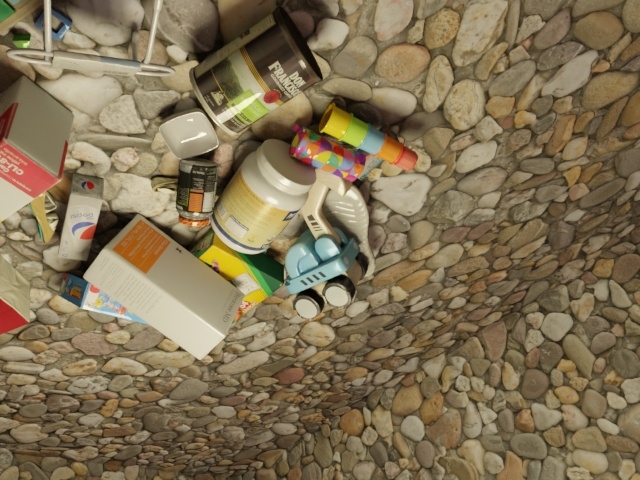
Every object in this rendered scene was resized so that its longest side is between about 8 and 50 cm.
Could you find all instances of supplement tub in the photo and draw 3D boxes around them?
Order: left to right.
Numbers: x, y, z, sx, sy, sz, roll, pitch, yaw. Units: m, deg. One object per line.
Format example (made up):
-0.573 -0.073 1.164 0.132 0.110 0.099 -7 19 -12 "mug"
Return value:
-0.373 -0.146 1.606 0.116 0.117 0.191 4 108 -22 "supplement tub"
-0.178 -0.134 1.650 0.228 0.228 0.316 17 130 -33 "supplement tub"

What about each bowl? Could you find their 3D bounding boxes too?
-0.374 -0.311 1.518 0.142 0.053 0.142 -18 140 3 "bowl"

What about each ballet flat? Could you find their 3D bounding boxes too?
-0.835 -0.079 1.618 0.073 0.080 0.232 -17 144 -23 "ballet flat"
-0.441 -0.166 1.663 0.168 0.052 0.057 -2 141 -17 "ballet flat"

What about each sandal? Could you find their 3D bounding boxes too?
0.109 -0.043 1.947 0.169 0.102 0.417 0 128 17 "sandal"

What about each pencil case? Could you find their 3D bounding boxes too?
0.021 -0.262 1.607 0.236 0.105 0.104 23 128 -23 "pencil case"

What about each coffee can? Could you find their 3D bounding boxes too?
-0.160 -0.422 1.348 0.275 0.202 0.201 -29 138 15 "coffee can"

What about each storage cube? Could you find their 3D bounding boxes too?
-1.090 0.188 1.739 0.193 0.215 0.184 -21 140 -4 "storage cube"

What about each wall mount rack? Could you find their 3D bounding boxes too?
-0.478 -0.443 1.145 0.349 0.304 0.131 -2 96 -28 "wall mount rack"

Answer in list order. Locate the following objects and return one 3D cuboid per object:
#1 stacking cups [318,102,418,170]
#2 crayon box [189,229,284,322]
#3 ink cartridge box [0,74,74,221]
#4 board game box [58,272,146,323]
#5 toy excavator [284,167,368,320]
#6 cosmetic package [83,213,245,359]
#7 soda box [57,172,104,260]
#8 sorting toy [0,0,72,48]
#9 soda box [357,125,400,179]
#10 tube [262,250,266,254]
0.154 -0.303 1.605 0.316 0.096 0.096 23 129 -16 "stacking cups"
-0.366 0.150 1.957 0.313 0.106 0.363 31 126 -31 "crayon box"
-0.829 -0.187 1.333 0.384 0.279 0.160 -30 138 15 "ink cartridge box"
-0.704 0.207 1.841 0.308 0.086 0.301 23 169 -36 "board game box"
0.000 0.000 1.833 0.432 0.222 0.445 -27 105 33 "toy excavator"
-0.493 0.150 1.733 0.453 0.230 0.161 39 120 -14 "cosmetic package"
-0.741 -0.066 1.645 0.091 0.098 0.286 10 133 -28 "soda box"
-0.710 -0.549 1.140 0.195 0.047 0.348 -27 139 13 "sorting toy"
0.169 -0.282 1.727 0.062 0.058 0.183 25 126 -38 "soda box"
-0.291 0.004 1.915 0.207 0.052 0.080 26 121 -33 "tube"
